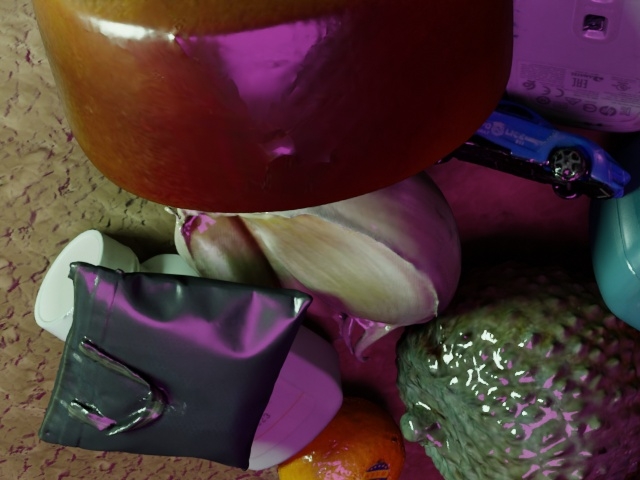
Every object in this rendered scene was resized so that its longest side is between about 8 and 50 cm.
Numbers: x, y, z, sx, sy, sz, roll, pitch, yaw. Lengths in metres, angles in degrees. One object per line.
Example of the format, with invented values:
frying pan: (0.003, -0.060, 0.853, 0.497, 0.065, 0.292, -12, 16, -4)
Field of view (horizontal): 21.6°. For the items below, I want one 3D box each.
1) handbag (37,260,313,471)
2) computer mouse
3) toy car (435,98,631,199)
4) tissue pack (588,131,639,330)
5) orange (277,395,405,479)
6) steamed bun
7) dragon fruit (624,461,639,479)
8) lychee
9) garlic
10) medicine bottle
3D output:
handbag: (-0.140, 0.118, 1.513, 0.211, 0.088, 0.254, 10, 135, -11)
computer mouse: (0.232, -0.201, 1.397, 0.159, 0.097, 0.288, 8, 152, 8)
toy car: (0.167, -0.087, 1.467, 0.216, 0.063, 0.103, 15, 174, 11)
tissue pack: (0.384, 0.015, 1.529, 0.287, 0.198, 0.206, 20, 138, -23)
orange: (0.017, 0.223, 1.736, 0.135, 0.117, 0.135, -27, 129, -39)
steamed bun: (-0.034, -0.161, 1.318, 0.379, 0.248, 0.235, -6, 130, 2)
dragon fruit: (0.412, 0.288, 1.723, 0.314, 0.263, 0.296, 15, 127, -15)
lychee: (0.201, 0.136, 1.606, 0.274, 0.255, 0.255, -27, 133, -17)
garlic: (0.000, 0.000, 1.483, 0.237, 0.210, 0.292, -40, 130, 17)
medicine bottle: (-0.129, 0.106, 1.632, 0.296, 0.111, 0.161, 31, 122, -29)
